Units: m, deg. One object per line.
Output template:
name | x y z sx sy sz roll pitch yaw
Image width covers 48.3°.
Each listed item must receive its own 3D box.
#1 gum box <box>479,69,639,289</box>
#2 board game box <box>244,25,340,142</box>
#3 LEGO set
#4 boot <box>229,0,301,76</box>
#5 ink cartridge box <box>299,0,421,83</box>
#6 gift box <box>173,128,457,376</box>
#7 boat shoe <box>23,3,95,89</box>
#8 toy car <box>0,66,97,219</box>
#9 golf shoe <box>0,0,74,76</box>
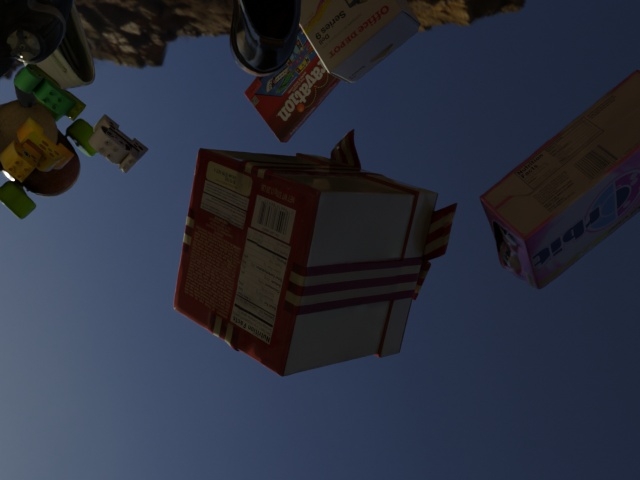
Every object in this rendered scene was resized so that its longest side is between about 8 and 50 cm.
gum box | 0.234 -0.046 0.638 0.188 0.107 0.062 -38 -126 0
board game box | -0.029 -0.346 1.434 0.281 0.027 0.145 -45 -109 27
LEGO set | -0.280 -0.114 0.669 0.087 0.227 0.093 -44 -154 14
boot | -0.037 -0.250 0.582 0.082 0.106 0.219 -1 -81 -11
ink cartridge box | 0.040 -0.390 1.162 0.154 0.093 0.213 -35 -105 24
gift box | 0.000 0.000 0.915 0.255 0.258 0.277 29 -71 38
boat shoe | -0.293 -0.266 0.742 0.075 0.083 0.226 7 -47 29
toy car | -0.390 -0.143 0.909 0.149 0.188 0.155 40 -106 10
golf shoe | -0.321 -0.176 0.559 0.272 0.120 0.105 -4 -50 4
